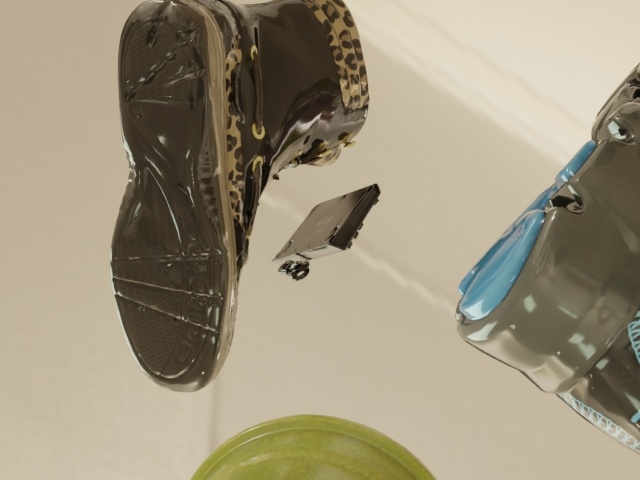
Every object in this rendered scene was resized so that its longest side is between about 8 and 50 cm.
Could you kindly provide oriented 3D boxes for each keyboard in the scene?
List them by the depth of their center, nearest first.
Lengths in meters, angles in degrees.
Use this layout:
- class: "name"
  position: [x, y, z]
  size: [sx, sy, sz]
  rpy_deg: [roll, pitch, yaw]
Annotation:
- class: "keyboard"
  position: [0.000, 0.000, 1.942]
  size: [0.023, 0.108, 0.180]
  rpy_deg: [41, 163, -10]

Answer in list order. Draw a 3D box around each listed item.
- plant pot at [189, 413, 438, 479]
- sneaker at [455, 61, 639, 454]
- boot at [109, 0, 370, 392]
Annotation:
- class: "plant pot"
  position: [-0.032, 0.310, 1.646]
  size: [0.276, 0.276, 0.254]
  rpy_deg: [42, -162, 4]
- class: "sneaker"
  position: [0.177, -0.023, 0.782]
  size: [0.139, 0.125, 0.341]
  rpy_deg: [41, -133, 2]
- class: "boot"
  position: [-0.073, -0.064, 1.937]
  size: [0.138, 0.377, 0.284]
  rpy_deg: [7, -163, 31]
